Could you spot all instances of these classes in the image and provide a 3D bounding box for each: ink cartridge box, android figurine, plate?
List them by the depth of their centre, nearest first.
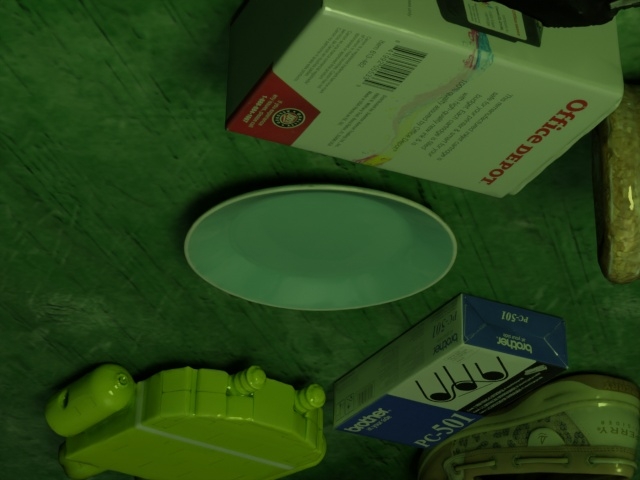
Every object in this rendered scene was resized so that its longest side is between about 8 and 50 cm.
[{"bbox_3d":[0.053,-0.096,0.823,0.175,0.072,0.127,13,150,-22],"label":"ink cartridge box"},{"bbox_3d":[0.000,0.000,1.063,0.188,0.024,0.188,1,153,0],"label":"plate"},{"bbox_3d":[0.100,0.111,1.250,0.097,0.046,0.207,15,150,-23],"label":"ink cartridge box"},{"bbox_3d":[-0.109,0.166,1.351,0.248,0.056,0.273,20,147,-32],"label":"android figurine"}]

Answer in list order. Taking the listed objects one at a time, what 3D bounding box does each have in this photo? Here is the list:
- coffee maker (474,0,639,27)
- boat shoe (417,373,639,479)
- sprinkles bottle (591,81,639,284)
[{"bbox_3d":[0.053,-0.160,0.651,0.178,0.120,0.171,19,148,-30],"label":"coffee maker"},{"bbox_3d":[0.176,0.202,1.376,0.105,0.089,0.285,13,151,-23],"label":"boat shoe"},{"bbox_3d":[0.336,-0.040,0.875,0.355,0.121,0.121,-2,152,7],"label":"sprinkles bottle"}]
